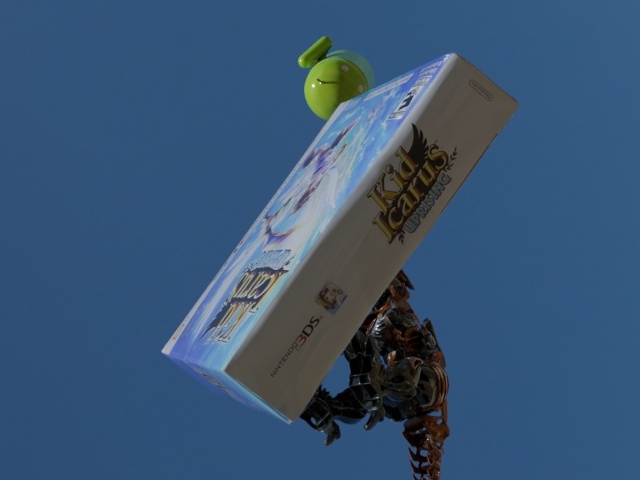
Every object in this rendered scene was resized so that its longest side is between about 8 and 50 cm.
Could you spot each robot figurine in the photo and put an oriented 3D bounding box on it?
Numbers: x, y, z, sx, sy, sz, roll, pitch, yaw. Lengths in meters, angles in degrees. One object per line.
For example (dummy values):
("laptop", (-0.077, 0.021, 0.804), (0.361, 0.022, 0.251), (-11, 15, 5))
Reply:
("robot figurine", (0.020, -0.162, 1.519), (0.101, 0.067, 0.115), (48, -161, -5))

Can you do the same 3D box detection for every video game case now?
("video game case", (0.000, 0.000, 0.995), (0.061, 0.269, 0.244), (36, -100, -10))

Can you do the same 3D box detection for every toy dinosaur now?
("toy dinosaur", (0.094, 0.172, 1.806), (0.218, 0.164, 0.322), (2, -136, -44))
